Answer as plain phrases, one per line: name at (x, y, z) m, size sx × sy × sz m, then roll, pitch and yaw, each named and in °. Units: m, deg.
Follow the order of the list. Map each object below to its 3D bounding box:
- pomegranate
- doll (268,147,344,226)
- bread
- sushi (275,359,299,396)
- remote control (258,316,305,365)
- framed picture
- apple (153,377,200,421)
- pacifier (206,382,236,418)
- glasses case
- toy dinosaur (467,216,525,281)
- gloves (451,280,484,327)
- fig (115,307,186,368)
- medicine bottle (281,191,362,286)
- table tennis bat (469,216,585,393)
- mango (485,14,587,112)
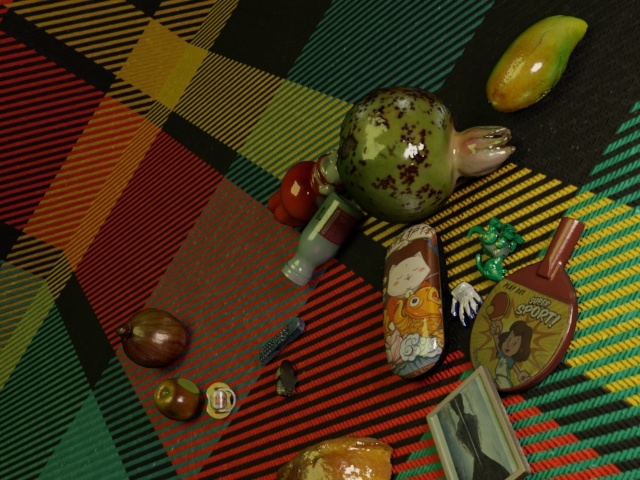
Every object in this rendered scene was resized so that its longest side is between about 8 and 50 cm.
pomegranate at (0.206, -0.173, 1.637) m, size 0.341 × 0.285 × 0.285 m, roll -2°, pitch 57°, yaw 17°
doll at (-0.032, -0.119, 2.009) m, size 0.290 × 0.130 × 0.161 m, roll -35°, pitch 39°, yaw 43°
bread at (0.002, 0.432, 1.496) m, size 0.260 × 0.134 × 0.129 m, roll -43°, pitch 36°, yaw 25°
sushi at (-0.074, 0.302, 1.813) m, size 0.083 × 0.044 × 0.046 m, roll -92°, pitch 22°, yaw -44°
remote control at (-0.088, 0.227, 1.897) m, size 0.152 × 0.027 × 0.043 m, roll -42°, pitch 41°, yaw 28°
framed picture at (0.244, 0.320, 1.335) m, size 0.150 × 0.015 × 0.203 m, roll -49°, pitch 35°, yaw 29°
apple at (-0.354, 0.391, 2.059) m, size 0.099 × 0.102 × 0.114 m, roll -52°, pitch 33°, yaw 10°
pacifier at (-0.232, 0.374, 1.962) m, size 0.064 × 0.068 × 0.083 m, roll 113°, pitch 154°, yaw -74°
glasses case at (0.177, 0.109, 1.566) m, size 0.122 × 0.082 × 0.321 m, roll -35°, pitch 39°, yaw 38°
toy dinosaur at (0.305, 0.012, 1.497) m, size 0.096 × 0.059 × 0.132 m, roll -56°, pitch 39°, yaw 16°
gloves at (0.260, 0.115, 1.501) m, size 0.064 × 0.026 × 0.086 m, roll -49°, pitch 38°, yaw 19°
fig at (-0.474, 0.255, 2.244) m, size 0.175 × 0.207 × 0.175 m, roll -28°, pitch 53°, yaw 46°
medicine bottle at (0.000, 0.000, 1.899) m, size 0.216 × 0.090 × 0.090 m, roll -54°, pitch 32°, yaw 10°
table tennis bat at (0.349, 0.107, 1.377) m, size 0.200 × 0.038 × 0.310 m, roll 24°, pitch 88°, yaw 58°
mango at (0.410, -0.338, 1.590) m, size 0.233 × 0.111 × 0.125 m, roll -42°, pitch 48°, yaw 5°
